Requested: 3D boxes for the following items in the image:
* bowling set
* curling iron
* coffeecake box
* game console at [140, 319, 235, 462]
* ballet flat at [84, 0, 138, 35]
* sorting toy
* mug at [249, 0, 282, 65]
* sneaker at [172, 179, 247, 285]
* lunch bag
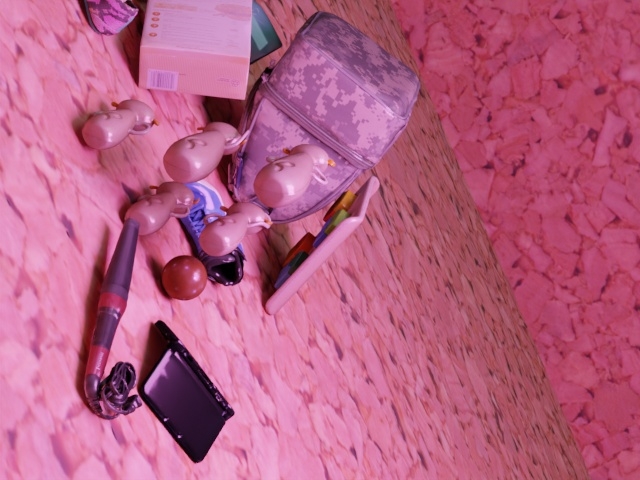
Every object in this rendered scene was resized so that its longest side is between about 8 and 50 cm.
[{"bbox_3d":[-0.147,-0.045,1.545,0.154,0.287,0.200,-46,155,-64],"label":"bowling set"},{"bbox_3d":[-0.211,0.076,1.358,0.274,0.035,0.068,-95,159,-46],"label":"curling iron"},{"bbox_3d":[-0.166,-0.274,1.762,0.185,0.142,0.068,-91,-171,-51],"label":"coffeecake box"},{"bbox_3d":[-0.157,0.165,1.443,0.122,0.071,0.107,57,-11,-29],"label":"game console"},{"bbox_3d":[-0.283,-0.369,1.658,0.222,0.079,0.077,69,18,9],"label":"ballet flat"},{"bbox_3d":[0.000,0.000,1.854,0.038,0.193,0.208,41,21,-4],"label":"sorting toy"},{"bbox_3d":[-0.134,-0.297,1.913,0.097,0.129,0.158,61,5,-6],"label":"mug"},{"bbox_3d":[-0.139,-0.008,1.645,0.085,0.058,0.152,-104,169,-56],"label":"sneaker"},{"bbox_3d":[-0.010,-0.172,1.930,0.212,0.256,0.305,35,20,-5],"label":"lunch bag"}]
